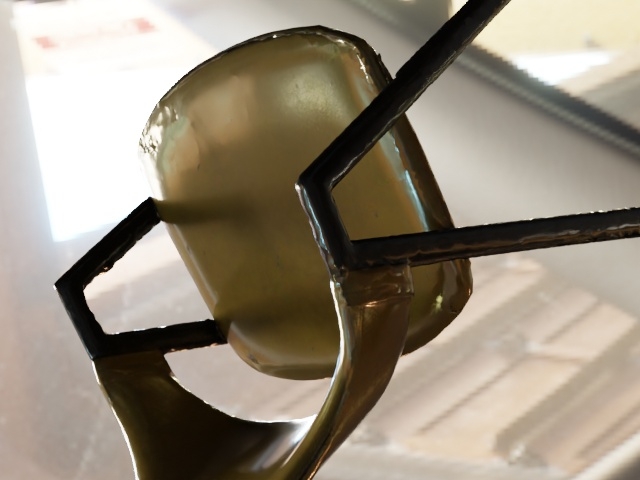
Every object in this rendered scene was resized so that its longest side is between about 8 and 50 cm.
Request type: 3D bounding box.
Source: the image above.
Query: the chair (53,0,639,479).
[{"bbox_3d":[0.000,0.000,0.635,0.159,0.172,0.247,-21,-177,44],"label":"chair"}]
